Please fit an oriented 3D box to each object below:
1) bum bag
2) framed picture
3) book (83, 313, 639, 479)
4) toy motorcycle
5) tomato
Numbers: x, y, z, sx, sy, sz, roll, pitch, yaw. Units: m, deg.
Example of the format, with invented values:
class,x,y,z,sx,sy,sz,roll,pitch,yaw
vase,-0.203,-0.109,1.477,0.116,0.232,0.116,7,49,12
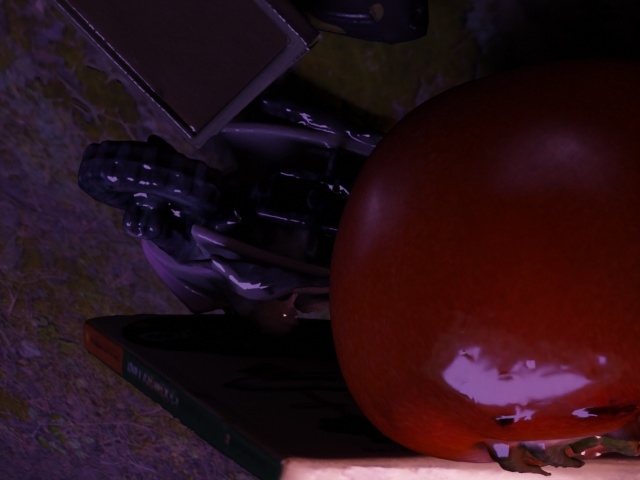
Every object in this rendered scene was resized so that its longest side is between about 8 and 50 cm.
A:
class,x,y,z,sx,sy,sz,roll,pitch,yaw
bum bag,-0.047,-0.172,0.911,0.232,0.060,0.107,15,145,26
framed picture,-0.127,-0.173,0.919,0.260,0.023,0.189,46,153,-5
book,0.016,0.105,1.070,0.260,0.043,0.371,5,-173,-26
toy motorcycle,0.000,0.000,1.088,0.327,0.143,0.188,12,160,4
tomato,0.131,0.019,0.850,0.255,0.224,0.256,-7,174,-1
